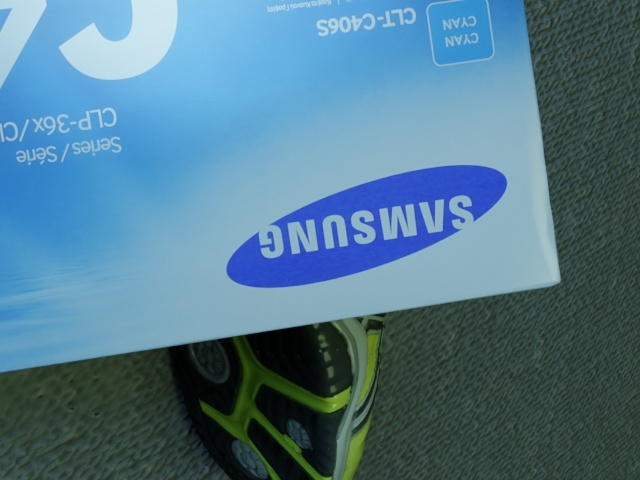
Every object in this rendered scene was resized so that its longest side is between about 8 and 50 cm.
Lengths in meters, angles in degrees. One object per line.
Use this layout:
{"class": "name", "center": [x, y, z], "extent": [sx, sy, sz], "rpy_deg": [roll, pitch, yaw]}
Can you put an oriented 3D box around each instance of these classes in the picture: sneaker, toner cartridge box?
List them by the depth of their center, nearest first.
{"class": "toner cartridge box", "center": [-0.096, -0.040, 0.493], "extent": [0.347, 0.075, 0.165], "rpy_deg": [-9, 95, -4]}
{"class": "sneaker", "center": [0.000, 0.000, 0.783], "extent": [0.147, 0.145, 0.385], "rpy_deg": [-28, 129, -42]}
